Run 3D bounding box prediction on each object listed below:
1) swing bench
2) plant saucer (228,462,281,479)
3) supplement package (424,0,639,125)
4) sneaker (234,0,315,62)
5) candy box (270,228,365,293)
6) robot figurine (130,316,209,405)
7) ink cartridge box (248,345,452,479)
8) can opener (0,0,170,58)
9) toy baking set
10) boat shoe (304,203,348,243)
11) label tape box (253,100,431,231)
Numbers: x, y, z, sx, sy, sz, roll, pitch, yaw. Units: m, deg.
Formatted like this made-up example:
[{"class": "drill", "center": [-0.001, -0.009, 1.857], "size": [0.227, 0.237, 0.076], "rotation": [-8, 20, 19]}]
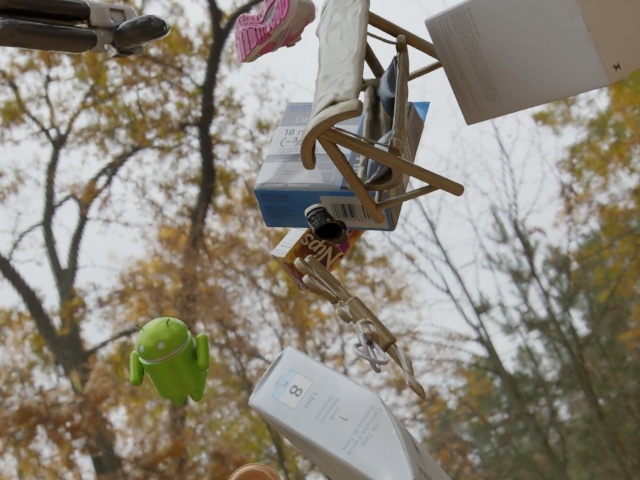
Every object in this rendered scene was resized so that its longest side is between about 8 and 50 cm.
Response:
[{"class": "swing bench", "center": [0.078, -0.205, 1.435], "size": [0.165, 0.253, 0.254], "rotation": [-19, -40, 39]}, {"class": "plant saucer", "center": [-0.092, 0.348, 1.355], "size": [0.083, 0.084, 0.013], "rotation": [-24, -20, 1]}, {"class": "supplement package", "center": [0.321, -0.294, 1.378], "size": [0.175, 0.178, 0.293], "rotation": [-29, 10, -28]}, {"class": "sneaker", "center": [-0.096, -0.442, 2.083], "size": [0.111, 0.103, 0.252], "rotation": [0, -12, -35]}, {"class": "candy box", "center": [0.000, 0.000, 1.948], "size": [0.187, 0.053, 0.109], "rotation": [-50, -58, -19]}, {"class": "robot figurine", "center": [-0.175, 0.140, 1.163], "size": [0.101, 0.067, 0.115], "rotation": [-13, -61, 16]}, {"class": "ink cartridge box", "center": [0.137, 0.283, 1.068], "size": [0.091, 0.385, 0.308], "rotation": [-54, -42, -16]}, {"class": "can opener", "center": [-0.311, -0.292, 1.303], "size": [0.095, 0.076, 0.283], "rotation": [-15, -1, 29]}, {"class": "toy baking set", "center": [0.048, 0.111, 1.241], "size": [0.030, 0.256, 0.196], "rotation": [-46, -19, 8]}, {"class": "boat shoe", "center": [0.014, -0.017, 1.601], "size": [0.049, 0.042, 0.133], "rotation": [-30, -26, 9]}, {"class": "label tape box", "center": [0.045, -0.173, 1.755], "size": [0.240, 0.334, 0.106], "rotation": [2, -41, 19]}]
